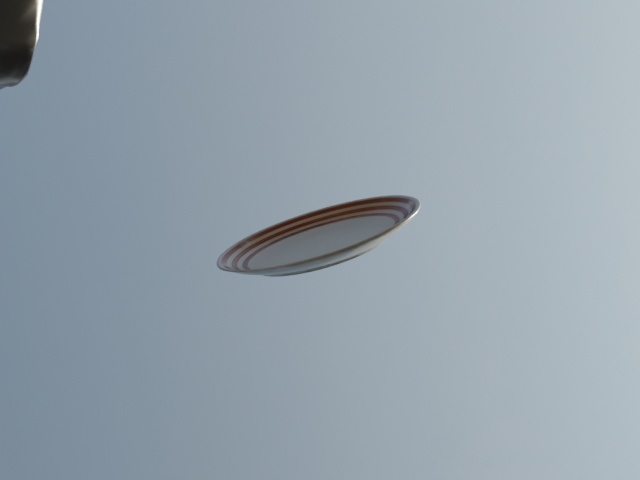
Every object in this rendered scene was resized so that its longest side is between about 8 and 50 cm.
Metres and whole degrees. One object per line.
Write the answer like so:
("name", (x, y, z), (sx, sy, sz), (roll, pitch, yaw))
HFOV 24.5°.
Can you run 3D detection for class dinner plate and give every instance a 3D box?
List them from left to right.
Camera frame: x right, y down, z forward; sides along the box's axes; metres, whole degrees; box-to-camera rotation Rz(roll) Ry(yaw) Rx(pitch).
("dinner plate", (0.000, 0.000, 0.981), (0.141, 0.141, 0.017), (-19, -77, -15))

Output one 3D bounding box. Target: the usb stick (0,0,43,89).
("usb stick", (-0.209, -0.076, 0.533), (0.045, 0.077, 0.278), (18, -158, 31))
